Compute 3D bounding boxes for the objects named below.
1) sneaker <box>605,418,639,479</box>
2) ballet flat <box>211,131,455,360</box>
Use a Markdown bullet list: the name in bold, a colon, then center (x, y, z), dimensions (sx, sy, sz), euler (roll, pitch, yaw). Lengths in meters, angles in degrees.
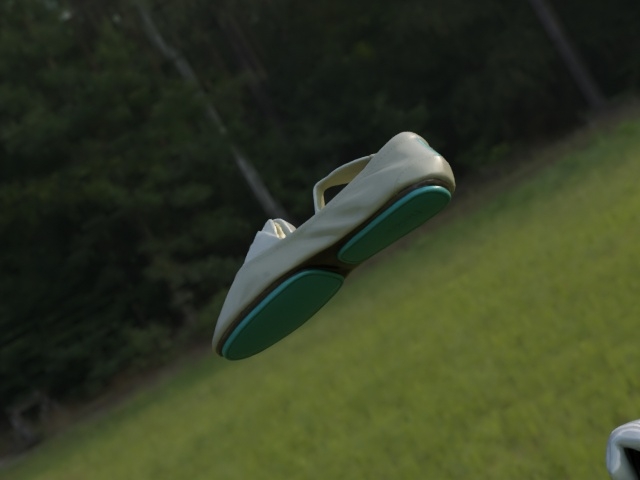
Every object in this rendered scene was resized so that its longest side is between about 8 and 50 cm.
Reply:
- **sneaker**: center (0.152, 0.132, 0.641), dimensions (0.053, 0.152, 0.061), euler (-42, -23, 17)
- **ballet flat**: center (0.000, 0.000, 1.379), dimensions (0.248, 0.086, 0.086), euler (-37, -3, 17)
